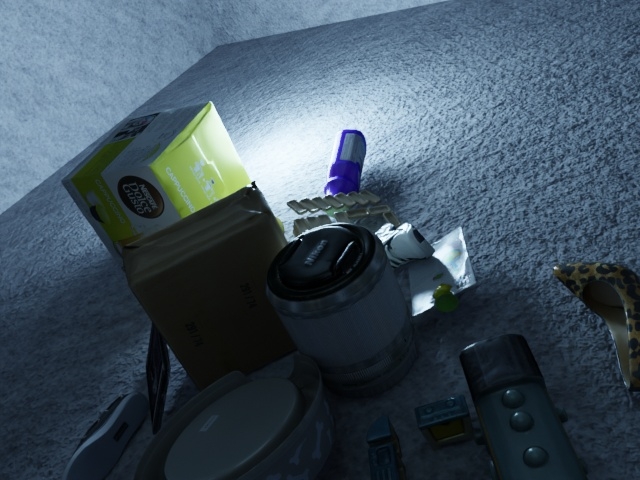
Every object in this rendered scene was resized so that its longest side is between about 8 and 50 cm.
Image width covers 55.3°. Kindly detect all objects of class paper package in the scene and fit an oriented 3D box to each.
[{"bbox_3d":[-0.191,0.100,1.248,0.310,0.324,0.168,-26,33,-3],"label":"paper package"}]

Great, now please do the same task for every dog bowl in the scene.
[{"bbox_3d":[-0.130,0.335,1.007,0.349,0.102,0.348,-27,15,8],"label":"dog bowl"}]

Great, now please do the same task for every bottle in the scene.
[{"bbox_3d":[0.066,-0.180,1.660,0.092,0.118,0.282,4,47,10],"label":"bottle"}]

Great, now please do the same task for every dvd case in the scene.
[{"bbox_3d":[-0.343,0.268,1.282,0.018,0.164,0.221,5,25,-22],"label":"dvd case"}]

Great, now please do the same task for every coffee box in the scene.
[{"bbox_3d":[-0.442,-0.149,1.753,0.335,0.337,0.338,-4,38,29],"label":"coffee box"}]

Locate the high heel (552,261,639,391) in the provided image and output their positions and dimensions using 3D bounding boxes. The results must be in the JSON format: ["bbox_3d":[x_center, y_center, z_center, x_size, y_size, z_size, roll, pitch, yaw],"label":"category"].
[{"bbox_3d":[0.456,0.128,0.987,0.186,0.093,0.261,-35,42,-26],"label":"high heel"}]

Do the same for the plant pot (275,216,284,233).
[{"bbox_3d":[-0.151,-0.020,1.592,0.134,0.134,0.095,9,18,41],"label":"plant pot"}]

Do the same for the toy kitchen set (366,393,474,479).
[{"bbox_3d":[0.152,0.326,0.888,0.166,0.122,0.207,-19,33,10],"label":"toy kitchen set"}]

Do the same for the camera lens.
[{"bbox_3d":[0.042,0.123,1.107,0.220,0.274,0.219,-17,34,12],"label":"camera lens"}]

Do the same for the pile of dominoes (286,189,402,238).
[{"bbox_3d":[0.057,-0.044,1.483,0.251,0.040,0.196,-9,41,-18],"label":"pile of dominoes"}]

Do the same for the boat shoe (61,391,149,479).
[{"bbox_3d":[-0.441,0.397,1.226,0.076,0.080,0.228,-10,35,37],"label":"boat shoe"}]

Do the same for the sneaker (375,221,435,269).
[{"bbox_3d":[0.139,0.040,1.297,0.153,0.094,0.235,-45,19,-7],"label":"sneaker"}]

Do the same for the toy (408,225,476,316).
[{"bbox_3d":[0.249,0.072,1.232,0.137,0.056,0.237,-32,17,20],"label":"toy"}]

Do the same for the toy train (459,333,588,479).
[{"bbox_3d":[0.275,0.282,0.806,0.142,0.190,0.333,-19,33,11],"label":"toy train"}]
